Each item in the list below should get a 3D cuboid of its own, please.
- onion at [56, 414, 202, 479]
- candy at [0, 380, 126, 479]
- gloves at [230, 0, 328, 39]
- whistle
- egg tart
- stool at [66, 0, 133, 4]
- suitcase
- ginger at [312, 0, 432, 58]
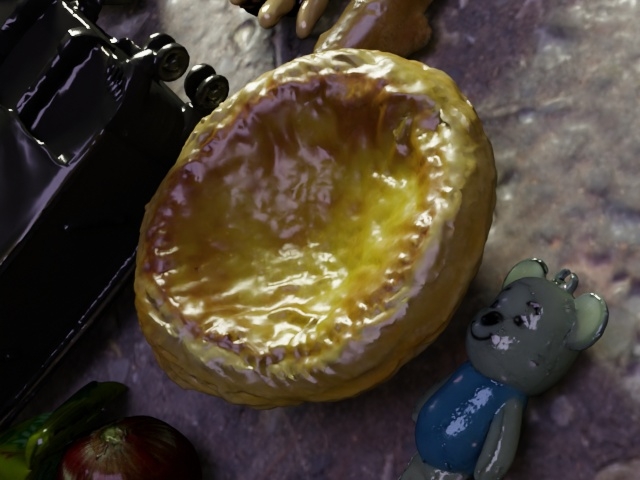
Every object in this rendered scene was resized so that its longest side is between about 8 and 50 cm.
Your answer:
[{"bbox_3d":[-0.153,0.201,0.944,0.117,0.118,0.118,-36,53,-12],"label":"onion"},{"bbox_3d":[-0.284,0.212,1.024,0.246,0.149,0.069,-30,95,20],"label":"candy"},{"bbox_3d":[-0.046,-0.274,1.081,0.164,0.124,0.203,-28,78,45],"label":"gloves"},{"bbox_3d":[0.114,0.118,0.841,0.235,0.077,0.114,-56,34,3],"label":"whistle"},{"bbox_3d":[0.000,0.000,0.921,0.319,0.128,0.319,-11,62,22],"label":"egg tart"},{"bbox_3d":[-0.237,-0.294,1.218,0.110,0.096,0.096,14,78,30],"label":"stool"},{"bbox_3d":[-0.293,-0.041,1.080,0.434,0.194,0.283,-50,54,4],"label":"suitcase"},{"bbox_3d":[0.050,-0.204,1.018,0.118,0.065,0.299,39,95,17],"label":"ginger"}]
